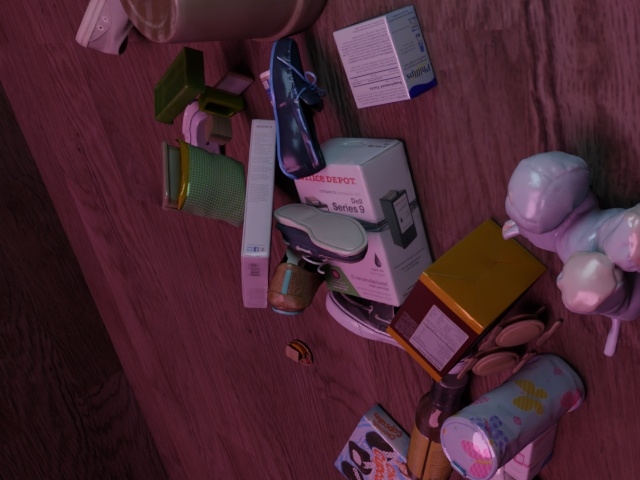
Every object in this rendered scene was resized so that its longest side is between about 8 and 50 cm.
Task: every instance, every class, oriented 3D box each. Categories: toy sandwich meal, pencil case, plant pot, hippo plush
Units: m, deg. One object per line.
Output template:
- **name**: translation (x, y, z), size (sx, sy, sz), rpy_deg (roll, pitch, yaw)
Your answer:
- **toy sandwich meal**: translation (-0.058, 0.306, 1.894), size (0.085, 0.029, 0.085), rpy_deg (32, 139, 33)
- **pencil case**: translation (0.324, 0.292, 1.183), size (0.113, 0.273, 0.124), rpy_deg (49, 139, 24)
- **plant pot**: translation (-0.188, -0.472, 1.203), size (0.323, 0.280, 0.323), rpy_deg (31, 138, 33)
- **hippo plush**: translation (0.384, -0.028, 0.952), size (0.294, 0.234, 0.236), rpy_deg (33, -160, -54)

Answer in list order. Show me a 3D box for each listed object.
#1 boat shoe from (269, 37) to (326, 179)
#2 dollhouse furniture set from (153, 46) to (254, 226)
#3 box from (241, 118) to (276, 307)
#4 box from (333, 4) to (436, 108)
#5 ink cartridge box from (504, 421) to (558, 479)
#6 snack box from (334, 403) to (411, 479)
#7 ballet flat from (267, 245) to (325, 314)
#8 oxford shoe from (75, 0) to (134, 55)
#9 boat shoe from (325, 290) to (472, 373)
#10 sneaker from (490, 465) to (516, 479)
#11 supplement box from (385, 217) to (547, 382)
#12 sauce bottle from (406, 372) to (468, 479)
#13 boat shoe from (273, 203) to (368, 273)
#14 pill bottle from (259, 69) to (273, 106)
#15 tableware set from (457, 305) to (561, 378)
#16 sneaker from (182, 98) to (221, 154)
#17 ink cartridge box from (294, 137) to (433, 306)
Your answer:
- **boat shoe**: translation (-0.030, -0.241, 1.279), size (0.089, 0.109, 0.258), rpy_deg (-8, 91, 22)
- **dollhouse furniture set**: translation (-0.215, -0.204, 1.433), size (0.151, 0.197, 0.301), rpy_deg (-31, 59, 45)
- **box**: translation (-0.125, -0.053, 1.449), size (0.232, 0.058, 0.322), rpy_deg (99, 174, -60)
- **box**: translation (0.105, -0.297, 1.154), size (0.126, 0.072, 0.137), rpy_deg (2, 118, 51)
- **ink cartridge box**: translation (0.396, 0.383, 1.322), size (0.052, 0.088, 0.122), rpy_deg (31, 138, 38)
- **snack box**: translation (0.151, 0.571, 1.815), size (0.187, 0.060, 0.322), rpy_deg (43, 144, 20)
- **ballet flat**: translation (-0.039, 0.043, 1.473), size (0.116, 0.342, 0.124), rpy_deg (8, 105, 9)
- **oxford shoe**: translation (-0.426, -0.575, 1.575), size (0.130, 0.169, 0.449), rpy_deg (22, 145, -23)
- **boat shoe**: translation (0.161, 0.144, 1.426), size (0.335, 0.121, 0.119), rpy_deg (22, 126, 27)
- **sneaker**: translation (0.419, 0.514, 1.418), size (0.115, 0.090, 0.232), rpy_deg (-5, 121, 46)
- **supplement box**: translation (0.243, 0.102, 1.195), size (0.129, 0.191, 0.194), rpy_deg (44, 144, 17)
- **sauce bottle**: translation (0.253, 0.394, 1.496), size (0.111, 0.111, 0.344), rpy_deg (35, 140, 30)
- **boat shoe**: translation (0.000, 0.000, 1.287), size (0.254, 0.095, 0.079), rpy_deg (20, 130, 47)
- **pill bottle**: translation (-0.067, -0.285, 1.390), size (0.067, 0.067, 0.120), rpy_deg (-7, 111, 54)
- **tableware set**: translation (0.326, 0.180, 1.243), size (0.194, 0.128, 0.039), rpy_deg (108, 154, -50)
- **sneaker**: translation (-0.291, -0.231, 1.721), size (0.091, 0.094, 0.258), rpy_deg (58, 147, 34)
- **ink cartridge box**: translation (0.079, -0.041, 1.352), size (0.211, 0.121, 0.289), rpy_deg (9, 124, 49)
